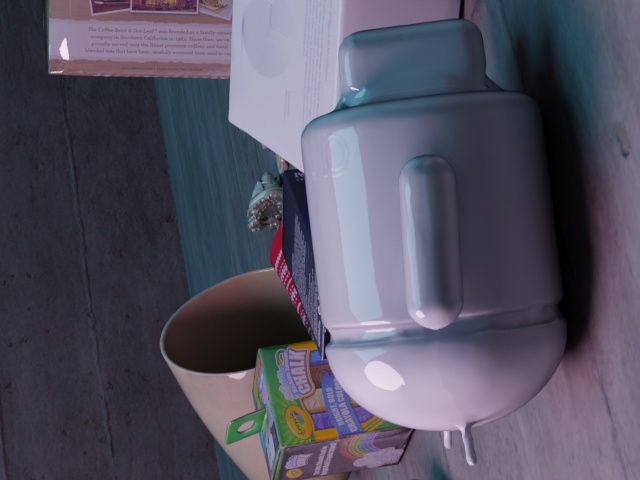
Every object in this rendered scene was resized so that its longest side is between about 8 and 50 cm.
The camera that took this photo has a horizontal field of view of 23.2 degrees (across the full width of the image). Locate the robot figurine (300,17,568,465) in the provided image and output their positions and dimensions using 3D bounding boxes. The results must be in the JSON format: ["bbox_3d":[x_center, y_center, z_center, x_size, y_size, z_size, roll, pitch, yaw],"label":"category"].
[{"bbox_3d":[0.093,0.002,1.278,0.300,0.200,0.353,2,-99,-81],"label":"robot figurine"}]

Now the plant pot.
[{"bbox_3d":[-0.054,0.216,2.098,0.256,0.256,0.274,-120,12,-62],"label":"plant pot"}]

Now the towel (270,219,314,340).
[{"bbox_3d":[0.000,0.000,1.984,0.275,0.031,0.199,-121,48,-63],"label":"towel"}]

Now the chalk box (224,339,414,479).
[{"bbox_3d":[-0.011,0.203,1.865,0.132,0.213,0.132,104,156,-60],"label":"chalk box"}]

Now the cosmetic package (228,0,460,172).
[{"bbox_3d":[0.020,-0.193,1.529,0.225,0.138,0.224,40,132,54],"label":"cosmetic package"}]

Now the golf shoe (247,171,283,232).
[{"bbox_3d":[-0.086,-0.071,2.451,0.176,0.069,0.086,131,137,-73],"label":"golf shoe"}]

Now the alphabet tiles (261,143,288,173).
[{"bbox_3d":[-0.076,-0.256,2.398,0.284,0.021,0.278,115,146,-68],"label":"alphabet tiles"}]

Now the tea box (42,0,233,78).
[{"bbox_3d":[-0.249,-0.383,2.333,0.323,0.329,0.220,-118,30,-69],"label":"tea box"}]

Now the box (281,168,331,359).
[{"bbox_3d":[0.051,0.014,1.607,0.207,0.153,0.108,-114,21,-53],"label":"box"}]

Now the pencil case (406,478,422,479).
[{"bbox_3d":[0.114,0.336,1.627,0.236,0.104,0.104,-137,42,-71],"label":"pencil case"}]
